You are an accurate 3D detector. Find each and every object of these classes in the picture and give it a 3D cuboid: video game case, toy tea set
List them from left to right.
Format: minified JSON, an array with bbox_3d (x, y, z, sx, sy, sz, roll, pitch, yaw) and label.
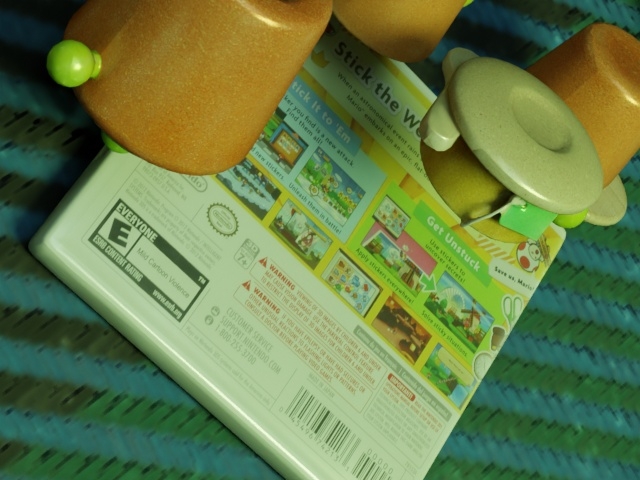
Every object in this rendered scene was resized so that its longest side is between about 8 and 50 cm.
[{"bbox_3d":[0.000,0.000,0.809,0.227,0.026,0.206,44,62,-18],"label":"video game case"},{"bbox_3d":[0.020,-0.073,0.775,0.336,0.124,0.200,28,38,-22],"label":"toy tea set"}]
